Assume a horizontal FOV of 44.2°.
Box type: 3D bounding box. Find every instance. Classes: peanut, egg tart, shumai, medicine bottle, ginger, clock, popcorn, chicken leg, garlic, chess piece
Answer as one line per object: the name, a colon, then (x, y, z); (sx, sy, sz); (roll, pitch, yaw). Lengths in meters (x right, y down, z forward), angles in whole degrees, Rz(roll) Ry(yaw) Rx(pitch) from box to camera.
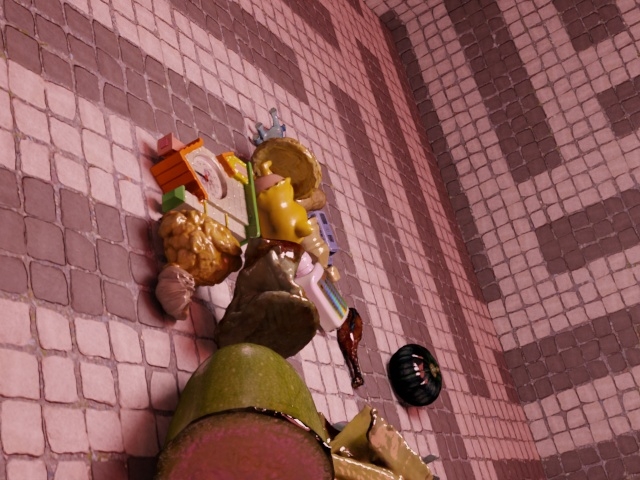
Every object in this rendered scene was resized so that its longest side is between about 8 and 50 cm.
peanut: (-0.052, -0.118, 2.283); (0.099, 0.100, 0.214); (64, 29, -2)
egg tart: (-0.088, -0.199, 2.122); (0.212, 0.213, 0.090); (53, 37, -26)
shumai: (-0.120, 0.130, 1.682); (0.222, 0.272, 0.203); (17, 39, -37)
medicine bottle: (-0.009, 0.132, 2.125); (0.219, 0.078, 0.115); (57, 27, -17)
ginger: (0.051, 0.465, 1.534); (0.413, 0.359, 0.211); (-95, 170, -50)
clock: (-0.264, -0.124, 1.804); (0.255, 0.106, 0.219); (34, 37, -50)
popcorn: (-0.252, 0.018, 1.651); (0.194, 0.140, 0.163); (47, 23, -31)
chicken leg: (0.090, 0.291, 2.219); (0.106, 0.051, 0.253); (50, 29, -42)
garlic: (-0.287, 0.106, 1.561); (0.074, 0.094, 0.113); (-28, 100, -27)
chess piece: (-0.014, 0.038, 2.200); (0.200, 0.090, 0.090); (65, 23, -4)

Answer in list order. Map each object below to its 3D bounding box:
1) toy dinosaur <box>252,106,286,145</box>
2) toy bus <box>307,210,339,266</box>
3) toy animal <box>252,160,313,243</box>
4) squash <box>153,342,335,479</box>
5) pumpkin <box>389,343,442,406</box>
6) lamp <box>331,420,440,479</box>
toy dinosaur: (-0.142, -0.282, 2.266); (0.329, 0.077, 0.144); (-88, 160, -46)
toy bus: (0.000, 0.000, 2.281); (0.073, 0.076, 0.167); (2, 65, -64)
toy animal: (-0.119, -0.087, 2.027); (0.229, 0.156, 0.156); (64, 23, 1)
squash: (-0.146, 0.340, 1.439); (0.310, 0.310, 0.309); (53, 8, -25)
pumpkin: (0.298, 0.412, 2.421); (0.202, 0.140, 0.201); (43, 33, -37)
lamp: (0.143, 0.543, 1.837); (0.301, 0.247, 0.247); (41, 29, -29)
